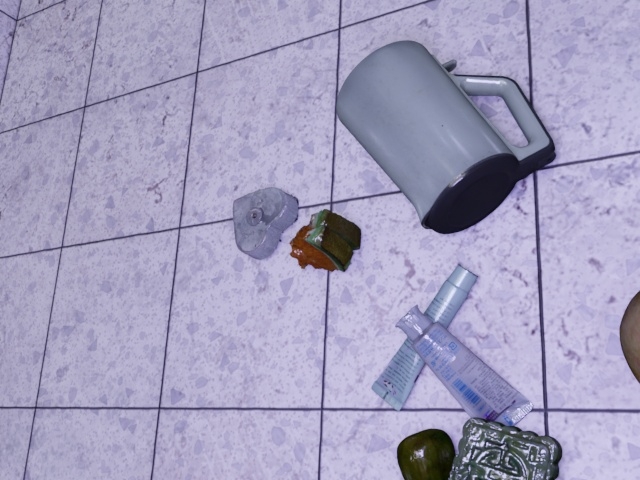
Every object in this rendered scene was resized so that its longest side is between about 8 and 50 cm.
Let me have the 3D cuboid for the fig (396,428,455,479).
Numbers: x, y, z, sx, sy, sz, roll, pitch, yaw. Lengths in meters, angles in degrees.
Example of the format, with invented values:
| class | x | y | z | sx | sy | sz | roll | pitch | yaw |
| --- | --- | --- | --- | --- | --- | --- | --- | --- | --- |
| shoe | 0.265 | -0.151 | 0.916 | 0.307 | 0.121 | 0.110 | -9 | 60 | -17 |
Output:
| class | x | y | z | sx | sy | sz | roll | pitch | yaw |
| --- | --- | --- | --- | --- | --- | --- | --- | --- | --- |
| fig | 0.216 | 0.462 | 1.394 | 0.117 | 0.117 | 0.177 | -16 | 88 | 28 |

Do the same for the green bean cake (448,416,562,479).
| class | x | y | z | sx | sy | sz | roll | pitch | yaw |
| --- | --- | --- | --- | --- | --- | --- | --- | --- | --- |
| green bean cake | 0.335 | 0.432 | 1.308 | 0.185 | 0.094 | 0.183 | 11 | 80 | 27 |

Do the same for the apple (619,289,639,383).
| class | x | y | z | sx | sy | sz | roll | pitch | yaw |
| --- | --- | --- | --- | --- | --- | --- | --- | --- | --- |
| apple | 0.620 | 0.160 | 1.138 | 0.257 | 0.257 | 0.234 | -45 | 41 | 12 |

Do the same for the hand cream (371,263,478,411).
| class | x | y | z | sx | sy | sz | roll | pitch | yaw |
| --- | --- | --- | --- | --- | --- | --- | --- | --- | --- |
| hand cream | 0.221 | 0.200 | 1.497 | 0.085 | 0.058 | 0.331 | 35 | 94 | 34 |

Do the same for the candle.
| class | x | y | z | sx | sy | sz | roll | pitch | yaw |
| --- | --- | --- | --- | --- | --- | --- | --- | --- | --- |
| candle | -0.155 | -0.057 | 1.822 | 0.168 | 0.068 | 0.192 | 33 | 89 | 37 |

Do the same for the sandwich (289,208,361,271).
| class | x | y | z | sx | sy | sz | roll | pitch | yaw |
| --- | --- | --- | --- | --- | --- | --- | --- | --- | --- |
| sandwich | -0.003 | -0.004 | 1.637 | 0.160 | 0.185 | 0.109 | 4 | 68 | 30 |

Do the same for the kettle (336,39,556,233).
| class | x | y | z | sx | sy | sz | roll | pitch | yaw |
| --- | --- | --- | --- | --- | --- | --- | --- | --- | --- |
| kettle | 0.278 | -0.241 | 1.535 | 0.361 | 0.250 | 0.377 | -27 | 59 | -10 |

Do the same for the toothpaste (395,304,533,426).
| class | x | y | z | sx | sy | sz | roll | pitch | yaw |
| --- | --- | --- | --- | --- | --- | --- | --- | --- | --- |
| toothpaste | 0.275 | 0.256 | 1.413 | 0.299 | 0.073 | 0.114 | 46 | 101 | 13 |
